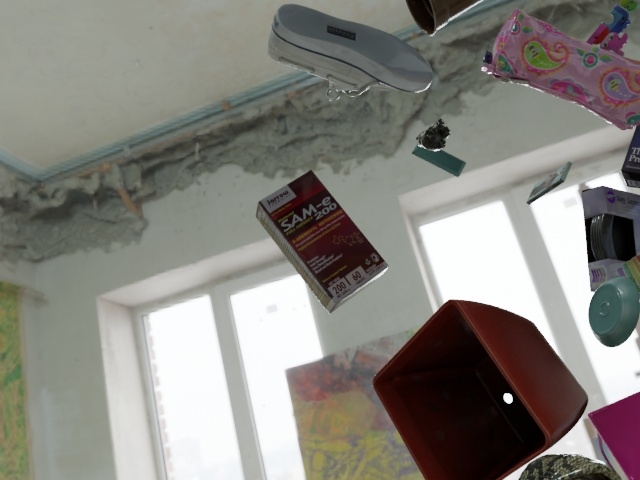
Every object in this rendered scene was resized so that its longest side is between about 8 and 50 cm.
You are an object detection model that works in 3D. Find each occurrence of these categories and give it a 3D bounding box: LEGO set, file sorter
[{"bbox_3d":[0.608,-0.436,1.156,0.227,0.093,0.087,-55,-8,29],"label":"LEGO set"},{"bbox_3d":[0.753,0.427,1.297,0.291,0.202,0.182,-26,-48,5],"label":"file sorter"}]

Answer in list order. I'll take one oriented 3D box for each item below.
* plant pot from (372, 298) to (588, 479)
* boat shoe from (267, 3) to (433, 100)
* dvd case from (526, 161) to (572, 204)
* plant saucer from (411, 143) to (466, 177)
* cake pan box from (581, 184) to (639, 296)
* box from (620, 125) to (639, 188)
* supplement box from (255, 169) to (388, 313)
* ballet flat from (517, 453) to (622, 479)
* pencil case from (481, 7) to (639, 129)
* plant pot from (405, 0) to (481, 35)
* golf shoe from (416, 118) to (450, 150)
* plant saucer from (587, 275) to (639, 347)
[{"bbox_3d":[0.300,0.271,1.099,0.236,0.267,0.267,-3,-39,-40],"label":"plant pot"},{"bbox_3d":[0.055,-0.376,1.362,0.367,0.136,0.156,13,-34,-16],"label":"boat shoe"},{"bbox_3d":[0.579,-0.145,1.579,0.087,0.013,0.119,-50,6,-40],"label":"dvd case"},{"bbox_3d":[0.428,-0.299,2.245,0.192,0.067,0.018,29,-12,7],"label":"plant saucer"},{"bbox_3d":[0.727,0.010,1.469,0.267,0.246,0.070,10,-18,-27],"label":"cake pan box"},{"bbox_3d":[0.855,-0.201,1.421,0.261,0.184,0.103,16,-11,37],"label":"box"},{"bbox_3d":[0.000,0.000,1.167,0.130,0.239,0.073,-34,-13,-21],"label":"supplement box"},{"bbox_3d":[0.218,0.457,0.758,0.483,0.164,0.182,-47,-15,-18],"label":"ballet flat"},{"bbox_3d":[0.426,-0.287,1.061,0.284,0.124,0.124,23,-21,4],"label":"pencil case"},{"bbox_3d":[0.302,-0.599,1.477,0.165,0.167,0.167,-28,-19,-2],"label":"plant pot"},{"bbox_3d":[0.334,-0.303,1.907,0.094,0.077,0.198,-33,4,33],"label":"golf shoe"},{"bbox_3d":[0.473,0.114,1.021,0.021,0.119,0.119,13,-25,-10],"label":"plant saucer"}]
